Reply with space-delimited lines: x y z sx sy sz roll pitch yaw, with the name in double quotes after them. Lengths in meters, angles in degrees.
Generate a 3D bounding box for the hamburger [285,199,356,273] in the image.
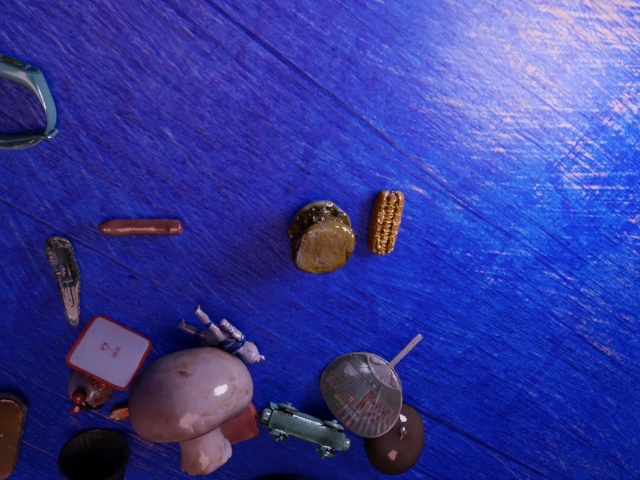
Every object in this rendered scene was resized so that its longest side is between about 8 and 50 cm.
0.000 0.000 1.556 0.159 0.131 0.185 10 120 -20 "hamburger"

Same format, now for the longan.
0.194 0.525 1.794 0.189 0.189 0.189 -2 115 -5 "longan"

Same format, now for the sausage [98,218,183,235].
-0.407 -0.029 1.538 0.186 0.043 0.043 0 115 -7 "sausage"

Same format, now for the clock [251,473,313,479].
-0.120 0.841 1.956 0.385 0.076 0.387 -2 116 -5 "clock"

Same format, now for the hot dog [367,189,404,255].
0.152 -0.041 1.593 0.071 0.045 0.165 5 113 -11 "hot dog"

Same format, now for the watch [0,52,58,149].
-0.655 -0.281 1.381 0.236 0.068 0.195 18 113 -13 "watch"

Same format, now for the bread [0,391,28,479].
-0.863 0.489 1.721 0.207 0.056 0.287 17 112 -17 "bread"

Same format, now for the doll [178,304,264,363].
-0.237 0.246 1.679 0.227 0.057 0.114 37 123 -17 "doll"

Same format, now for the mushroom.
-0.293 0.403 1.588 0.297 0.297 0.290 -14 95 0 "mushroom"

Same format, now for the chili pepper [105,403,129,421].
-0.471 0.433 1.754 0.178 0.027 0.045 -15 120 1 "chili pepper"

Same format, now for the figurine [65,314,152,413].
-0.543 0.336 1.635 0.160 0.183 0.226 30 121 -9 "figurine"

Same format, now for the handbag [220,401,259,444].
-0.279 0.472 1.776 0.212 0.059 0.157 -19 116 3 "handbag"

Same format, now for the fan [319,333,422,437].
0.149 0.385 1.734 0.294 0.012 0.224 -17 81 10 "fan"

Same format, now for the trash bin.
-0.584 0.607 1.759 0.175 0.175 0.161 3 125 -8 "trash bin"

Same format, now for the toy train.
-0.046 0.491 1.766 0.248 0.159 0.101 22 78 -9 "toy train"

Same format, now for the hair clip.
-0.594 0.093 1.578 0.065 0.036 0.229 -7 109 -8 "hair clip"
